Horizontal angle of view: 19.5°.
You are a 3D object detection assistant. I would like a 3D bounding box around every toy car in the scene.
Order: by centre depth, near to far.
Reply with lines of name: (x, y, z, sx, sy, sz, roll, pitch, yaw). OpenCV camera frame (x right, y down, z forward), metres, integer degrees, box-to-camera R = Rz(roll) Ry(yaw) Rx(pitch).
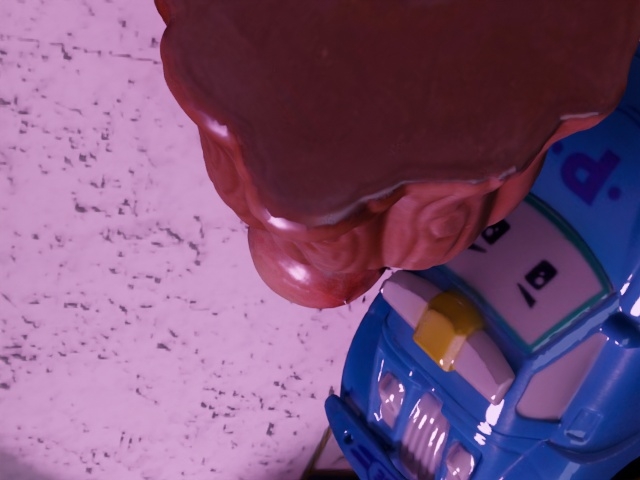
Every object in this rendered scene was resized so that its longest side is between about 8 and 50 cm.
toy car: (0.119, 0.032, 1.012, 0.166, 0.198, 0.314, -7, 134, -45)

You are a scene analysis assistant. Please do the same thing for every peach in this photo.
peach: (0.000, -0.002, 1.025, 0.083, 0.083, 0.083, -14, 132, -16)

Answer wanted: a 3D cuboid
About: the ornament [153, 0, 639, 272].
ornament: (0.021, -0.090, 0.841, 0.235, 0.221, 0.217, -60, 175, -13)
